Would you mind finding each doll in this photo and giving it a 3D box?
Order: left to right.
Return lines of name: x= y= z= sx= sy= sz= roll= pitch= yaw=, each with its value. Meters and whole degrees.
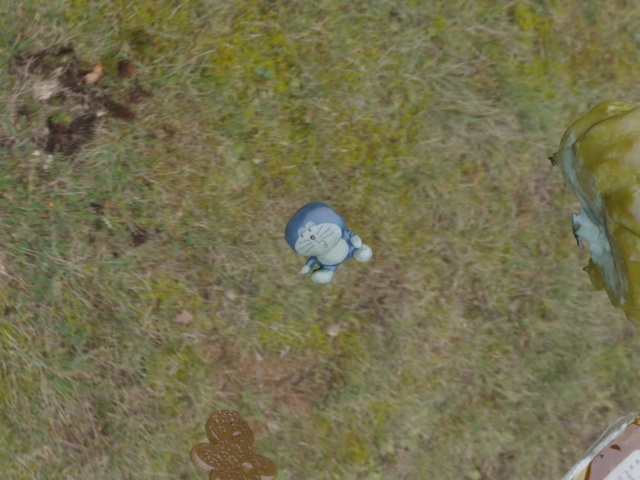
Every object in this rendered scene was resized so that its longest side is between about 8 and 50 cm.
doll: x=0.000 y=0.000 z=0.954 sx=0.076 sy=0.050 sz=0.083 roll=-35 pitch=123 yaw=14

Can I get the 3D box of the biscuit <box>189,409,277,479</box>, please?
biscuit: x=-0.122 y=0.326 z=1.311 sx=0.138 sy=0.205 sz=0.031 roll=18 pitch=125 yaw=-30

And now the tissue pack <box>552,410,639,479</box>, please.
tissue pack: x=0.356 y=0.323 z=1.003 sx=0.183 sy=0.092 sz=0.226 roll=-39 pitch=74 yaw=-12

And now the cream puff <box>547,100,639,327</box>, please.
cream puff: x=0.462 y=-0.043 z=1.157 sx=0.270 sy=0.274 sz=0.323 roll=-24 pitch=115 yaw=3
